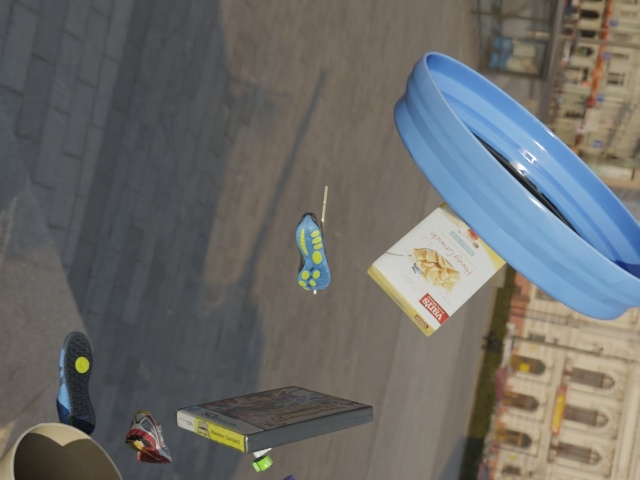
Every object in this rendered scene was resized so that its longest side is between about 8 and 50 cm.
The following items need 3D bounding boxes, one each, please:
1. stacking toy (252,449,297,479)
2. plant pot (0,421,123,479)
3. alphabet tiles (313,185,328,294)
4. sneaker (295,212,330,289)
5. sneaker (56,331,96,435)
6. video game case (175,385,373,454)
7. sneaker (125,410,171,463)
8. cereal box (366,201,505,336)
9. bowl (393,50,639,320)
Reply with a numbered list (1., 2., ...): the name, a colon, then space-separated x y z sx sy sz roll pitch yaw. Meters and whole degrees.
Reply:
1. stacking toy: -0.059 0.449 1.503 0.052 0.167 0.221 -34 176 -7
2. plant pot: -0.535 0.513 1.493 0.274 0.256 0.256 -39 176 18
3. alphabet tiles: 0.000 0.000 1.857 0.198 0.009 0.237 -137 -127 -89
4. sneaker: -0.014 0.025 1.629 0.078 0.067 0.188 -82 170 -50
5. sneaker: -0.494 0.286 1.625 0.069 0.082 0.209 1 82 -49
6. video game case: -0.086 0.319 1.505 0.275 0.248 0.035 -5 93 -37
7. sneaker: -0.434 0.515 2.137 0.225 0.088 0.093 83 11 -53
8. cereal box: 0.229 0.047 1.588 0.240 0.173 0.047 -39 171 -29
9. bowl: 0.245 -0.065 0.978 0.077 0.391 0.391 -48 178 24
